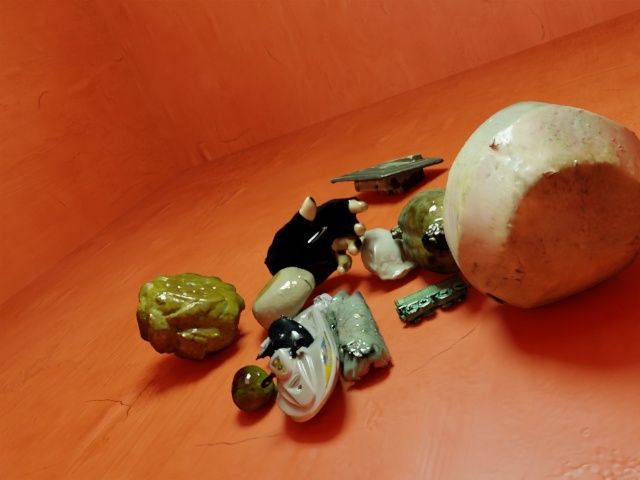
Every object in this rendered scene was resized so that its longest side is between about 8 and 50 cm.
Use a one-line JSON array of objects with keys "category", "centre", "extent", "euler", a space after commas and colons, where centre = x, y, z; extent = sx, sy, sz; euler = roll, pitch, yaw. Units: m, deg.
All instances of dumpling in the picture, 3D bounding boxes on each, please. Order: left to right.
[{"category": "dumpling", "centre": [0.157, 0.025, 1.529], "extent": [0.134, 0.100, 0.169], "euler": [3, 7, -10]}]

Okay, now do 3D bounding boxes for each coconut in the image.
[{"category": "coconut", "centre": [0.358, -0.056, 1.129], "extent": [0.352, 0.353, 0.353], "euler": [-22, 18, 8]}]

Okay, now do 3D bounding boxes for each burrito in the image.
[{"category": "burrito", "centre": [-0.038, 0.177, 1.408], "extent": [0.064, 0.064, 0.203], "euler": [-2, 30, 49]}, {"category": "burrito", "centre": [0.060, 0.166, 1.302], "extent": [0.096, 0.066, 0.309], "euler": [-19, 19, 0]}]

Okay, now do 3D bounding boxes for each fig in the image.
[{"category": "fig", "centre": [-0.112, 0.267, 1.248], "extent": [0.098, 0.082, 0.084], "euler": [11, -13, -23]}]

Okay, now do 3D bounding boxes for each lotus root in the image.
[{"category": "lotus root", "centre": [0.233, -0.012, 1.365], "extent": [0.173, 0.173, 0.309], "euler": [-24, 7, 1]}]

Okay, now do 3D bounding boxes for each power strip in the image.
[{"category": "power strip", "centre": [0.200, -0.187, 2.062], "extent": [0.251, 0.092, 0.257], "euler": [-26, 15, -32]}]

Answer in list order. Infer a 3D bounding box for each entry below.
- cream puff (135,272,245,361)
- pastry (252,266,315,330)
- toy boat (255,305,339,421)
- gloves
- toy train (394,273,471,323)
[{"category": "cream puff", "centre": [-0.289, 0.164, 1.536], "extent": [0.244, 0.196, 0.244], "euler": [9, -12, 2]}, {"category": "pastry", "centre": [-0.078, 0.123, 1.494], "extent": [0.156, 0.092, 0.156], "euler": [-48, 11, 12]}, {"category": "toy boat", "centre": [-0.039, 0.203, 1.197], "extent": [0.140, 0.141, 0.269], "euler": [-22, 10, 6]}, {"category": "gloves", "centre": [-0.002, -0.003, 1.545], "extent": [0.301, 0.197, 0.152], "euler": [-26, 39, 45]}, {"category": "toy train", "centre": [0.212, 0.110, 1.308], "extent": [0.147, 0.038, 0.071], "euler": [-23, 19, 0]}]
